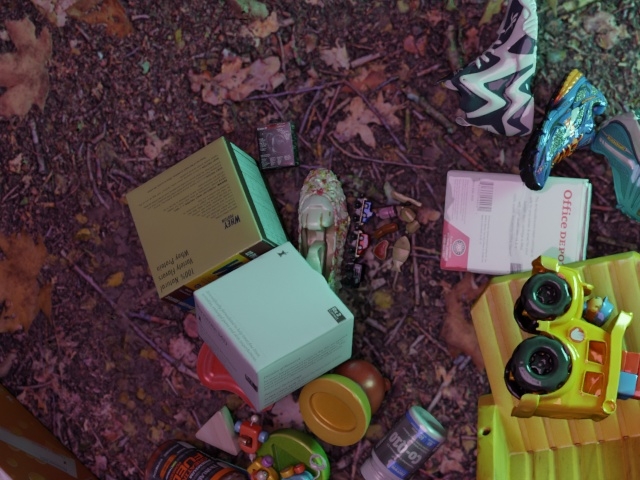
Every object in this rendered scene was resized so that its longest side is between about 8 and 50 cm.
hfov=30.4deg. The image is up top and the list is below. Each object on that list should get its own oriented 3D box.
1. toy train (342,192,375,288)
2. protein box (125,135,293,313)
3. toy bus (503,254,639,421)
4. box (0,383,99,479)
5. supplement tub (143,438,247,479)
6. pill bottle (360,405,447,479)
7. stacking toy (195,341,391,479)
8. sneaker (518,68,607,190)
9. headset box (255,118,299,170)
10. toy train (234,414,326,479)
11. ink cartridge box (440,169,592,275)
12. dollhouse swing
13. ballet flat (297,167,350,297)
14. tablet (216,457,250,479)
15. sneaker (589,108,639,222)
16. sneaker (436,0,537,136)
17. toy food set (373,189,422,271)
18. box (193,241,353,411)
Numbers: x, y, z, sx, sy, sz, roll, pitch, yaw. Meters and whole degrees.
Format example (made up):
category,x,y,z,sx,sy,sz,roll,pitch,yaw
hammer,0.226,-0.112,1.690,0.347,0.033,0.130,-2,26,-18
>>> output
category,x,y,z,sx,sy,sz,roll,pitch,yaw
toy train,0.065,0.002,1.931,0.036,0.027,0.158,8,94,12
protein box,-0.177,-0.020,1.915,0.200,0.136,0.201,-30,64,15
toy bus,0.369,0.146,1.630,0.211,0.149,0.220,7,76,8
box,-0.578,0.393,2.026,0.345,0.215,0.168,41,101,11
supplement tub,-0.191,0.411,1.947,0.198,0.106,0.106,20,97,33
pill bottle,0.132,0.339,1.892,0.078,0.078,0.137,43,102,11
stacking toy,-0.051,0.264,1.956,0.309,0.130,0.279,30,125,16
sneaker,0.371,-0.162,1.775,0.087,0.083,0.221,29,67,3
headset box,-0.072,-0.161,1.963,0.062,0.032,0.083,-7,88,15
toy train,-0.076,0.363,1.908,0.166,0.046,0.125,23,123,21
ink cartridge box,0.306,-0.024,1.827,0.218,0.092,0.158,5,93,17
dollhouse swing,0.386,0.240,1.699,0.347,0.315,0.305,-11,121,16
ballet flat,0.000,0.000,1.924,0.091,0.077,0.241,-1,90,16
tablet,-0.150,0.411,2.012,0.083,0.006,0.054,18,96,14
sneaker,0.507,-0.064,1.781,0.110,0.107,0.275,-34,77,34
sneaker,0.258,-0.281,1.833,0.153,0.094,0.235,2,102,7
toy food set,0.121,-0.017,1.920,0.078,0.019,0.122,25,106,14
box,-0.071,0.129,1.800,0.182,0.119,0.181,-28,56,-22
